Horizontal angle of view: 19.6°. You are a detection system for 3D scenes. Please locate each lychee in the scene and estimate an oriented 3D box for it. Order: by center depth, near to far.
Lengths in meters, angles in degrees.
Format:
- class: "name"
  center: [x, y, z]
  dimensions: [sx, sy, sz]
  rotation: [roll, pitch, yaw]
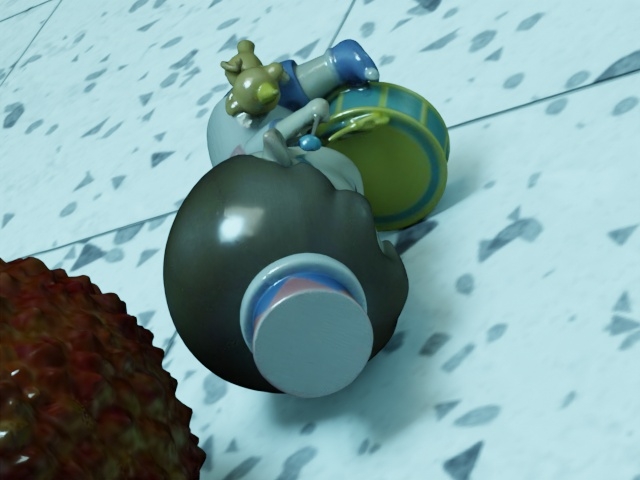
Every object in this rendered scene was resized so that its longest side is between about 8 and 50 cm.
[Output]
- class: "lychee"
  center: [-0.188, 0.132, 1.011]
  dimensions: [0.264, 0.300, 0.264]
  rotation: [-4, 80, 20]

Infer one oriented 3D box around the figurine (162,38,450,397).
- class: "figurine"
  center: [-0.009, -0.001, 1.112]
  dimensions: [0.158, 0.161, 0.275]
  rotation: [8, 41, 4]
